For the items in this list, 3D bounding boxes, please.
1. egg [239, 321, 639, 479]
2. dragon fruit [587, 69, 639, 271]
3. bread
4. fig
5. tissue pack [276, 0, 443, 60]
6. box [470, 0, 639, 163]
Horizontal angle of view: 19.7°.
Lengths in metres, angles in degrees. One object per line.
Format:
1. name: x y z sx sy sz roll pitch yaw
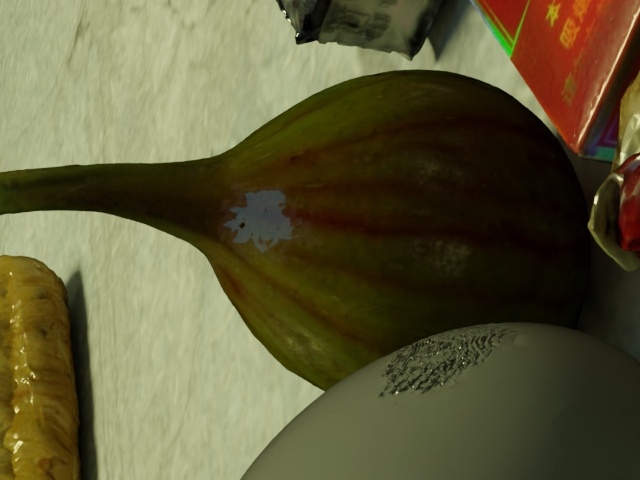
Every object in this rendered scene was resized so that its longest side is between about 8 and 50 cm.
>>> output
1. egg: 0.038 0.109 0.547 0.199 0.146 0.146 -55 35 37
2. dragon fruit: 0.126 -0.029 0.436 0.162 0.106 0.083 158 118 -68
3. bread: -0.205 0.114 1.213 0.114 0.083 0.211 118 150 -51
4. fig: -0.024 -0.009 0.621 0.124 0.236 0.124 -169 90 -77
5. tissue pack: 0.034 -0.217 0.757 0.173 0.073 0.235 -109 34 -48
6. box: 0.092 -0.116 0.616 0.175 0.048 0.112 -115 38 -52
